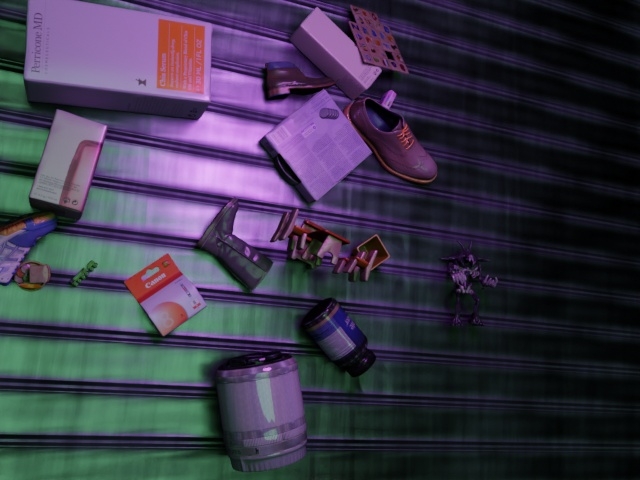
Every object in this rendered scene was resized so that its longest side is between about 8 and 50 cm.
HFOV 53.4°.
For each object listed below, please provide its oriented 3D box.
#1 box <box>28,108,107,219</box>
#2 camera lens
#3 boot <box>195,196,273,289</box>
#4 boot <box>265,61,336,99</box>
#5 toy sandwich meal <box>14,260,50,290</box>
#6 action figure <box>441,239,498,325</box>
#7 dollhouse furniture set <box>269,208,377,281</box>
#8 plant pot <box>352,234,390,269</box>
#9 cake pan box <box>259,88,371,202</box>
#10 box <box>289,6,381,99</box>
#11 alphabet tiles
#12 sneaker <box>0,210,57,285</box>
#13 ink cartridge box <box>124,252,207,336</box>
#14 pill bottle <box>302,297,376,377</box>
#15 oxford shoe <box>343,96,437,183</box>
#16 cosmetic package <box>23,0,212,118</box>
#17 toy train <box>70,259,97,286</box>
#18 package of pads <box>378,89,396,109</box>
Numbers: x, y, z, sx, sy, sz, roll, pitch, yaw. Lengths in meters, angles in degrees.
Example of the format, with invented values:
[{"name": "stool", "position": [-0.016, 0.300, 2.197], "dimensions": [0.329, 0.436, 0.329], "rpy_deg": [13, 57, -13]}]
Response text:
[{"name": "box", "position": [-0.631, -0.185, 1.595], "dimensions": [0.127, 0.148, 0.232], "rpy_deg": [17, 78, -20]}, {"name": "camera lens", "position": [-0.154, 0.439, 1.670], "dimensions": [0.219, 0.219, 0.274], "rpy_deg": [-8, 86, -23]}, {"name": "boot", "position": [-0.218, 0.009, 1.778], "dimensions": [0.208, 0.076, 0.190], "rpy_deg": [35, 86, -7]}, {"name": "boot", "position": [-0.062, -0.492, 1.901], "dimensions": [0.219, 0.082, 0.106], "rpy_deg": [-14, 91, -21]}, {"name": "toy sandwich meal", "position": [-0.719, 0.088, 1.588], "dimensions": [0.085, 0.029, 0.086], "rpy_deg": [3, 82, -22]}, {"name": "action figure", "position": [0.472, 0.132, 2.008], "dimensions": [0.164, 0.141, 0.276], "rpy_deg": [2, 84, -10]}, {"name": "dollhouse furniture set", "position": [0.000, 0.000, 1.766], "dimensions": [0.262, 0.259, 0.135], "rpy_deg": [27, 77, -17]}, {"name": "plant pot", "position": [0.142, 0.039, 1.914], "dimensions": [0.081, 0.083, 0.081], "rpy_deg": [-33, 96, -21]}, {"name": "cake pan box", "position": [-0.013, -0.278, 1.902], "dimensions": [0.267, 0.070, 0.246], "rpy_deg": [-43, 97, -21]}, {"name": "box", "position": [0.046, -0.565, 1.938], "dimensions": [0.275, 0.113, 0.094], "rpy_deg": [42, 70, -13]}, {"name": "alphabet tiles", "position": [0.170, -0.633, 1.990], "dimensions": [0.198, 0.009, 0.237], "rpy_deg": [1, 62, -41]}, {"name": "sneaker", "position": [-0.770, 0.036, 1.550], "dimensions": [0.296, 0.112, 0.131], "rpy_deg": [-31, 113, -21]}, {"name": "ink cartridge box", "position": [-0.411, 0.143, 1.700], "dimensions": [0.145, 0.045, 0.179], "rpy_deg": [-36, 100, -22]}, {"name": "pill bottle", "position": [0.057, 0.282, 1.828], "dimensions": [0.123, 0.123, 0.219], "rpy_deg": [-43, 100, -21]}, {"name": "oxford shoe", "position": [0.235, -0.305, 1.968], "dimensions": [0.363, 0.133, 0.130], "rpy_deg": [35, 72, -15]}, {"name": "cosmetic package", "position": [-0.523, -0.472, 1.669], "dimensions": [0.453, 0.161, 0.230], "rpy_deg": [2, 83, -21]}, {"name": "toy train", "position": [-0.611, 0.085, 1.640], "dimensions": [0.023, 0.017, 0.083], "rpy_deg": [42, 70, -2]}, {"name": "package of pads", "position": [0.205, -0.432, 2.017], "dimensions": [0.032, 0.050, 0.083], "rpy_deg": [31, 73, -13]}]
